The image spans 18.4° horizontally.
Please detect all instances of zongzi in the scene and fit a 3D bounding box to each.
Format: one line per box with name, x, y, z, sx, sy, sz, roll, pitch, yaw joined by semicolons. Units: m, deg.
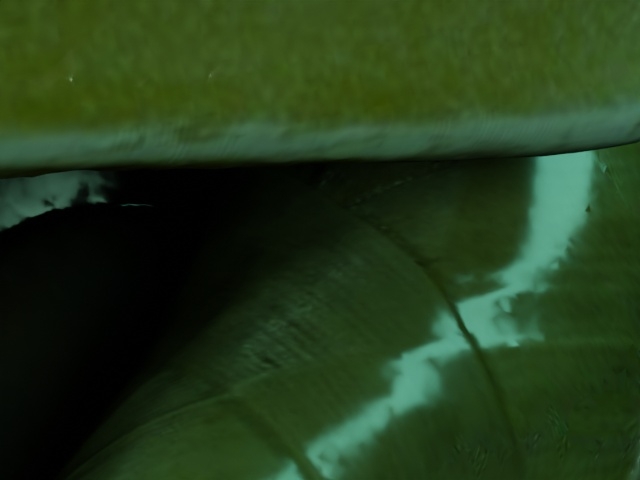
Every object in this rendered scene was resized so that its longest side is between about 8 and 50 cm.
zongzi;0.000;0.000;0.519;0.300;0.145;0.274;20;63;-55

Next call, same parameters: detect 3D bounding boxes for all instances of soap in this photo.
soap;-0.082;-0.153;0.442;0.335;0.156;0.293;-2;46;-37
